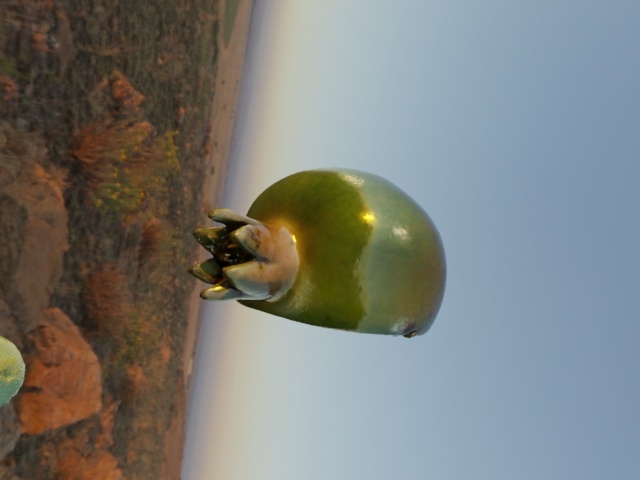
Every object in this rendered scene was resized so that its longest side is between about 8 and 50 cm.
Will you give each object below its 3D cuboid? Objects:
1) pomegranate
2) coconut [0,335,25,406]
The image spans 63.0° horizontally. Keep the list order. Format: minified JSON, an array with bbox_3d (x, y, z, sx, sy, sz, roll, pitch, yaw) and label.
[{"bbox_3d":[0.000,0.000,0.701,0.310,0.359,0.216,12,-92,44],"label":"pomegranate"},{"bbox_3d":[-0.297,0.109,0.426,0.088,0.096,0.087,3,90,-66],"label":"coconut"}]
